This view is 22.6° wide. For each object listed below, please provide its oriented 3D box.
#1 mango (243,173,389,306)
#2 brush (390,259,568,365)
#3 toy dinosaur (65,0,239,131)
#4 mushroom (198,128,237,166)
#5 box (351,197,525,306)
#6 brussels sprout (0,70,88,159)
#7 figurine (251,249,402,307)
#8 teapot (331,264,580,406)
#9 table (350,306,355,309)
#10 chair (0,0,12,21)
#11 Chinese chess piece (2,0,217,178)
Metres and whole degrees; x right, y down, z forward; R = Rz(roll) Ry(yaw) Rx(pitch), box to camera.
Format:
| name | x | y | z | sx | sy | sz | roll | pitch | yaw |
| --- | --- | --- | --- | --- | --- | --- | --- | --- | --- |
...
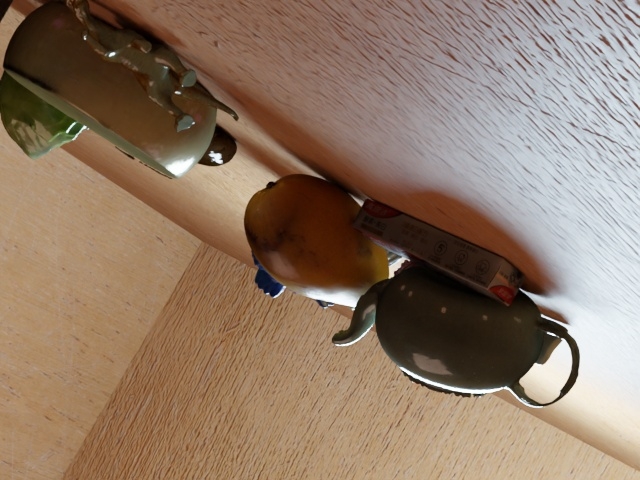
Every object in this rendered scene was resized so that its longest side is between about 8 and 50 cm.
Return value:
| name | x | y | z | sx | sy | sz | roll | pitch | yaw |
| --- | --- | --- | --- | --- | --- | --- | --- | --- | --- |
| mango | 0.003 | 0.006 | 1.886 | 0.112 | 0.145 | 0.219 | -20 | 141 | 35 |
| brush | 0.192 | 0.084 | 2.051 | 0.050 | 0.060 | 0.321 | 47 | 167 | -33 |
| toy dinosaur | -0.178 | -0.177 | 1.637 | 0.142 | 0.057 | 0.212 | 41 | 179 | 25 |
| mushroom | -0.163 | -0.130 | 2.024 | 0.123 | 0.052 | 0.123 | 27 | 173 | 4 |
| box | 0.128 | 0.011 | 1.785 | 0.218 | 0.039 | 0.055 | 26 | 174 | 42 |
| brussels sprout | -0.342 | -0.188 | 1.994 | 0.122 | 0.149 | 0.151 | 50 | 152 | -20 |
| figurine | -0.009 | 0.001 | 2.121 | 0.164 | 0.121 | 0.262 | 6 | 160 | -21 |
| teapot | 0.156 | 0.107 | 1.828 | 0.294 | 0.129 | 0.193 | 20 | -165 | 23 |
| table | 0.034 | 0.048 | 2.440 | 0.079 | 0.083 | 0.062 | 36 | 173 | -41 |
| chair | -0.399 | -0.257 | 1.572 | 0.136 | 0.147 | 0.270 | 32 | 173 | -39 |
| Chinese chess piece | -0.232 | -0.168 | 1.790 | 0.250 | 0.097 | 0.251 | 31 | 175 | 3 |
